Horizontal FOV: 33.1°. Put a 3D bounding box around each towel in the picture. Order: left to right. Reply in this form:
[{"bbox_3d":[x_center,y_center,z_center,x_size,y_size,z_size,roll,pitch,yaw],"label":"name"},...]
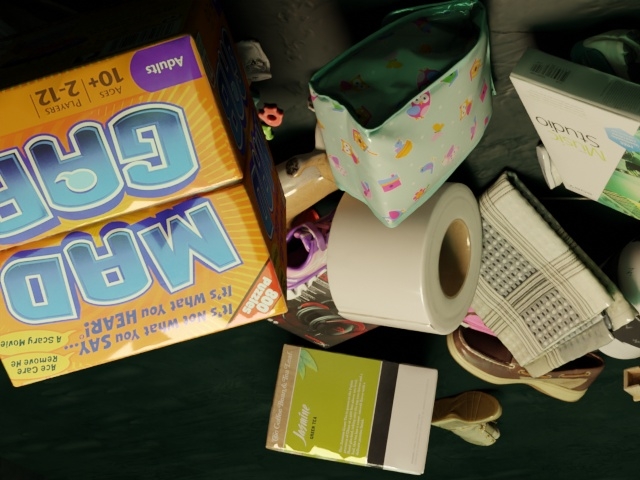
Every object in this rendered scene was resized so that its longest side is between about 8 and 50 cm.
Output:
[{"bbox_3d":[0.342,0.076,1.834,0.324,0.056,0.312,48,145,4],"label":"towel"}]

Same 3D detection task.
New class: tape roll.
[{"bbox_3d":[0.142,0.021,1.745,0.169,0.246,0.246,6,151,29],"label":"tape roll"}]

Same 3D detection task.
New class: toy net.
[{"bbox_3d":[-0.111,-0.214,1.648,0.122,0.045,0.232,14,148,-7],"label":"toy net"}]

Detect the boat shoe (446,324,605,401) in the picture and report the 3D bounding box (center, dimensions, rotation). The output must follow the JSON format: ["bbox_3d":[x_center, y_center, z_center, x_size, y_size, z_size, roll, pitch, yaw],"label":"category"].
[{"bbox_3d":[0.418,0.224,2.164,0.342,0.123,0.123,21,133,-18],"label":"boat shoe"}]

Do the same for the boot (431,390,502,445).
[{"bbox_3d":[0.373,0.421,2.523,0.165,0.077,0.213,33,147,-32],"label":"boot"}]

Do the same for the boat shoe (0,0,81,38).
[{"bbox_3d":[-0.367,-0.284,1.542,0.320,0.118,0.103,23,151,-9],"label":"boat shoe"}]

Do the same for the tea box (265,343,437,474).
[{"bbox_3d":[0.060,0.360,2.286,0.323,0.220,0.329,10,169,2],"label":"tea box"}]

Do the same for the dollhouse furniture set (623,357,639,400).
[{"bbox_3d":[0.675,0.215,2.020,0.101,0.161,0.182,33,143,-34],"label":"dollhouse furniture set"}]

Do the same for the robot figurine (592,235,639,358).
[{"bbox_3d":[0.547,0.097,1.859,0.173,0.209,0.278,42,148,6],"label":"robot figurine"}]

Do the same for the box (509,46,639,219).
[{"bbox_3d":[0.412,-0.128,1.501,0.232,0.058,0.322,28,170,37],"label":"box"}]

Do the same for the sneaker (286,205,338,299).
[{"bbox_3d":[0.000,0.000,1.816,0.236,0.095,0.104,-37,151,-10],"label":"sneaker"}]

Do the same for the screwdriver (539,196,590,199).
[{"bbox_3d":[0.444,-0.072,1.762,0.170,0.025,0.024,5,150,24],"label":"screwdriver"}]

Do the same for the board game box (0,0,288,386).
[{"bbox_3d":[-0.261,-0.092,1.387,0.356,0.356,0.356,-16,114,5],"label":"board game box"}]

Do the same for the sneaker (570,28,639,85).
[{"bbox_3d":[0.445,-0.198,1.499,0.110,0.107,0.275,5,150,48],"label":"sneaker"}]

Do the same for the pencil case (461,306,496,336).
[{"bbox_3d":[0.334,0.140,2.052,0.209,0.098,0.095,19,147,-17],"label":"pencil case"}]

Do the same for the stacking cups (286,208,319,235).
[{"bbox_3d":[-0.153,0.000,1.960,0.316,0.096,0.096,-9,144,28],"label":"stacking cups"}]

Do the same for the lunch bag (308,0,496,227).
[{"bbox_3d":[0.132,-0.189,1.477,0.160,0.262,0.223,40,162,33],"label":"lunch bag"}]

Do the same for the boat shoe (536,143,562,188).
[{"bbox_3d":[0.364,-0.120,1.688,0.035,0.035,0.100,-26,137,5],"label":"boat shoe"}]

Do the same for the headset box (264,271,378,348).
[{"bbox_3d":[0.025,0.082,2.030,0.218,0.110,0.293,28,144,-29],"label":"headset box"}]

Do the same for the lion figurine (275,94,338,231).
[{"bbox_3d":[-0.038,-0.098,1.726,0.392,0.142,0.240,-20,159,30],"label":"lion figurine"}]
